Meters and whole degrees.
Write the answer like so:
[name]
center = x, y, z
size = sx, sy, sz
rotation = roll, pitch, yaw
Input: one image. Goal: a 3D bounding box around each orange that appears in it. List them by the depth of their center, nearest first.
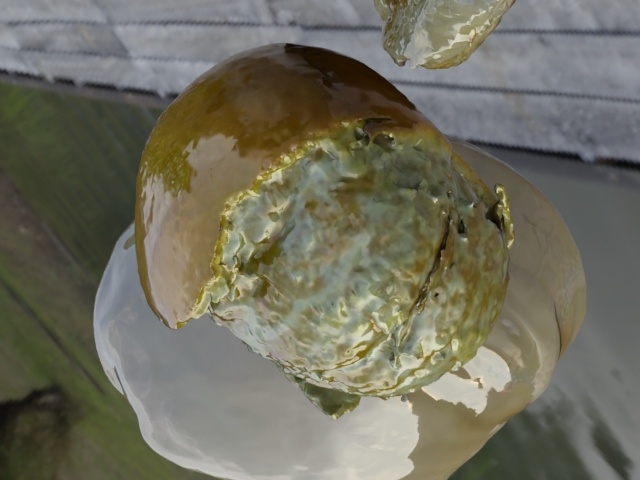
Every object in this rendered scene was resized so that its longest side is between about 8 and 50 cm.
[orange]
center = 0.000, 0.000, 0.477
size = 0.157, 0.134, 0.156
rotation = 37, -162, -14

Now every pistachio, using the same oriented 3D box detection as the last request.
[pistachio]
center = 0.020, 0.075, 1.123
size = 0.281, 0.446, 0.365
rotation = -72, -25, -78

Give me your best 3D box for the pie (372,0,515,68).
[pie]
center = 0.053, -0.183, 0.586
size = 0.179, 0.084, 0.205
rotation = -104, 9, -70
